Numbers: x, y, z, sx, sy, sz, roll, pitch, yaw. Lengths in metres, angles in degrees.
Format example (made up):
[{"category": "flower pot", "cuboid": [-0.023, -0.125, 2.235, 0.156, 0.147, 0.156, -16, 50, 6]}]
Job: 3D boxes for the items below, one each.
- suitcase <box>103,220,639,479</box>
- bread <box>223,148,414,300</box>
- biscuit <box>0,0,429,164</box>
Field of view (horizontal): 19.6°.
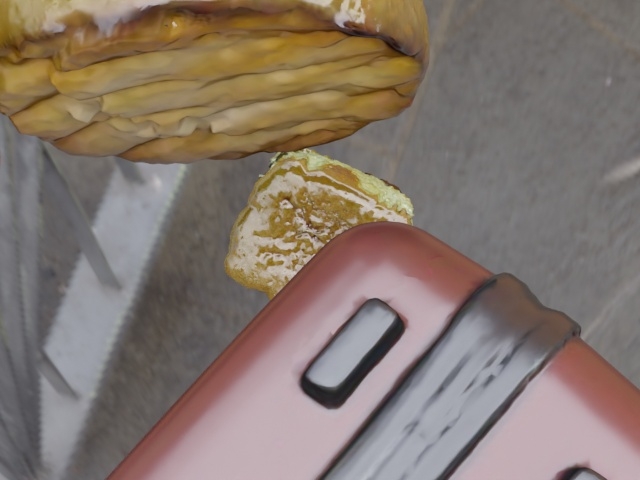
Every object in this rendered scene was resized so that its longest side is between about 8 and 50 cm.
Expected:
[{"category": "suitcase", "cuboid": [-0.015, 0.158, 0.626, 0.161, 0.236, 0.297, 38, 73, 13]}, {"category": "bread", "cuboid": [0.000, 0.000, 1.485, 0.140, 0.069, 0.128, 25, 106, 6]}, {"category": "biscuit", "cuboid": [-0.074, -0.131, 1.209, 0.296, 0.296, 0.102, -4, 74, 1]}]
